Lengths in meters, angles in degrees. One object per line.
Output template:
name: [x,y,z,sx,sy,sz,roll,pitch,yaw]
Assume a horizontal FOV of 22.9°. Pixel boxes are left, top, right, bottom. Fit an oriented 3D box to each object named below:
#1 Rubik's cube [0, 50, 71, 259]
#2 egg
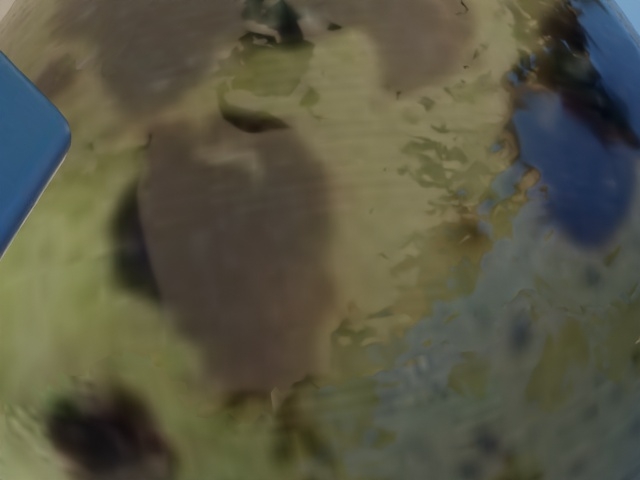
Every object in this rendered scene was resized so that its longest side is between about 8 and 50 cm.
Rubik's cube: [-0.303,0.007,0.454,0.291,0.290,0.292,-26,-152,36]
egg: [0.000,0.000,0.717,0.345,0.345,0.428,-40,-150,34]
